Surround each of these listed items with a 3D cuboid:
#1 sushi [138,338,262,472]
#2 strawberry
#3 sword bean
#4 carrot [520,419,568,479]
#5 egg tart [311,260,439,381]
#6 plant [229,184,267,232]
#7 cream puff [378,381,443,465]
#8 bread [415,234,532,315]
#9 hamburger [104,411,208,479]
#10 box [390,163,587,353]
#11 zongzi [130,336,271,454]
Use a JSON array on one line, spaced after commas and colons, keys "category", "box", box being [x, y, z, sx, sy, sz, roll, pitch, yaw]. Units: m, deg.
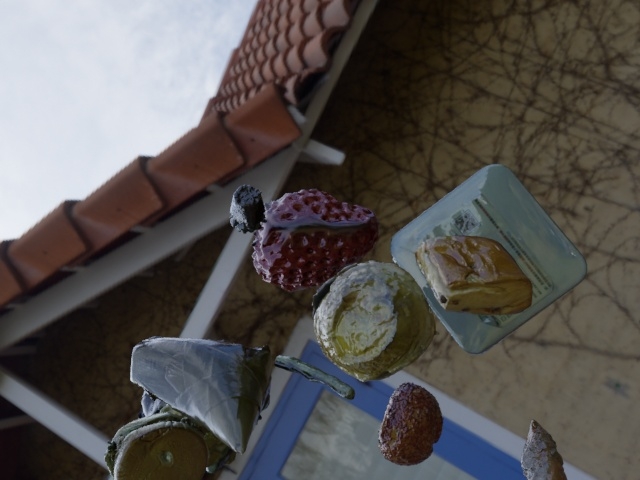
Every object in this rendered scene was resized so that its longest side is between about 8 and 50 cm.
[{"category": "sushi", "box": [-0.298, 0.464, 1.852, 0.328, 0.329, 0.285, -49, 30, 16]}, {"category": "strawberry", "box": [0.000, 0.000, 1.972, 0.317, 0.345, 0.295, -11, -78, -73]}, {"category": "sword bean", "box": [-0.017, 0.343, 1.750, 0.038, 0.269, 0.043, -14, -67, -45]}, {"category": "carrot", "box": [0.468, 0.487, 1.436, 0.263, 0.102, 0.101, -86, 3, -46]}, {"category": "egg tart", "box": [0.087, 0.154, 1.273, 0.098, 0.253, 0.231, -8, -83, -64]}, {"category": "plant", "box": [-0.185, -0.076, 1.769, 0.143, 0.095, 0.092, 102, -166, -58]}, {"category": "cream puff", "box": [0.254, 0.510, 1.909, 0.240, 0.164, 0.239, 6, -90, -76]}, {"category": "bread", "box": [0.347, 0.071, 1.551, 0.210, 0.235, 0.099, -109, 30, -51]}, {"category": "hamburger", "box": [-0.335, 0.452, 1.450, 0.215, 0.122, 0.189, -19, -70, -17]}, {"category": "box", "box": [0.436, 0.051, 1.838, 0.397, 0.395, 0.111, -37, -15, 5]}, {"category": "zongzi", "box": [-0.237, 0.280, 1.252, 0.300, 0.274, 0.145, -72, -10, -74]}]
